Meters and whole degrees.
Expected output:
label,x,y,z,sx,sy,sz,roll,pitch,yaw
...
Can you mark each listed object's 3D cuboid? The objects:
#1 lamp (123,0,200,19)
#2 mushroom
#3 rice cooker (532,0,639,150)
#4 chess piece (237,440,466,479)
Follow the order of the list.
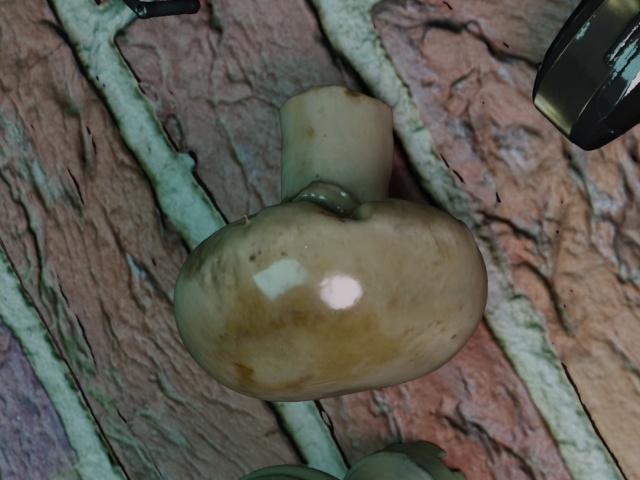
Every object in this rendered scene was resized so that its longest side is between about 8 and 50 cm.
label,x,y,z,sx,sy,sz,roll,pitch,yaw
lamp,-0.200,-0.356,1.434,0.172,0.147,0.227,21,115,38
mushroom,0.000,0.000,1.305,0.292,0.292,0.290,-16,72,29
rice cooker,0.257,-0.158,1.214,0.106,0.112,0.165,39,113,25
chess piece,0.031,0.275,1.292,0.194,0.299,0.195,4,98,28
